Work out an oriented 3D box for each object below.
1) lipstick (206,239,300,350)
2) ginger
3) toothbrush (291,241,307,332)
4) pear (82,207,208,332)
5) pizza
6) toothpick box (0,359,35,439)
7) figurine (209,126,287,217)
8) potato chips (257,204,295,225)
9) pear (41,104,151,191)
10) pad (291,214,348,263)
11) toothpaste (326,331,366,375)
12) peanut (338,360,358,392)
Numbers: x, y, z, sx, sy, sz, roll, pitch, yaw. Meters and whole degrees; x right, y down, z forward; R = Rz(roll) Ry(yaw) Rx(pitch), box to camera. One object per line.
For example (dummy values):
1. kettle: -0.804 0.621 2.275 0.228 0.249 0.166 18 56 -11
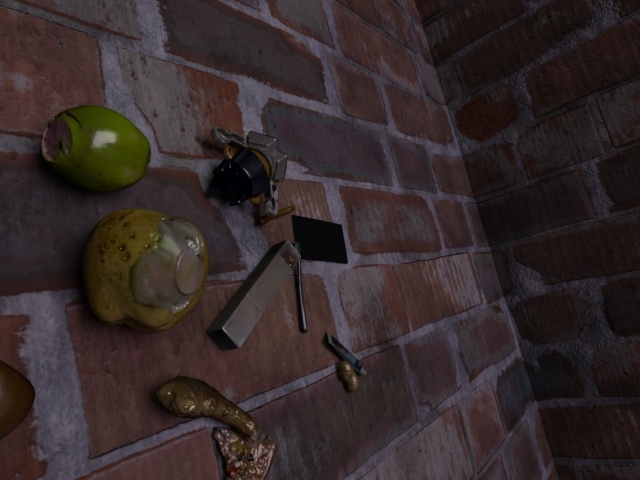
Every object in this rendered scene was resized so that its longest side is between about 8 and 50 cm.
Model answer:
1. lipstick: -0.176 0.143 1.206 0.080 0.076 0.371 55 41 -20
2. ginger: -0.245 0.391 0.984 0.294 0.131 0.086 42 65 -33
3. toothbrush: -0.067 0.148 1.369 0.030 0.030 0.297 14 64 -55
4. pear: -0.370 0.063 0.910 0.271 0.271 0.271 23 57 -42
5. pizza: -0.192 0.525 1.042 0.195 0.052 0.185 55 38 -15
6. toothpick box: -0.571 0.314 0.599 0.192 0.192 0.294 50 36 -22
7. figurine: -0.214 -0.213 1.271 0.308 0.143 0.308 27 39 -24
8. potato chips: -0.144 -0.083 1.381 0.204 0.037 0.026 -30 107 -56
9. pear: -0.474 -0.197 0.941 0.219 0.187 0.187 16 61 -61
10. pad: 0.000 0.000 1.530 0.265 0.009 0.159 9 68 -45
11. toothpaste: 0.088 0.389 1.432 0.216 0.037 0.062 49 7 -22
12. peanut: 0.093 0.450 1.405 0.054 0.054 0.113 -34 102 -50
